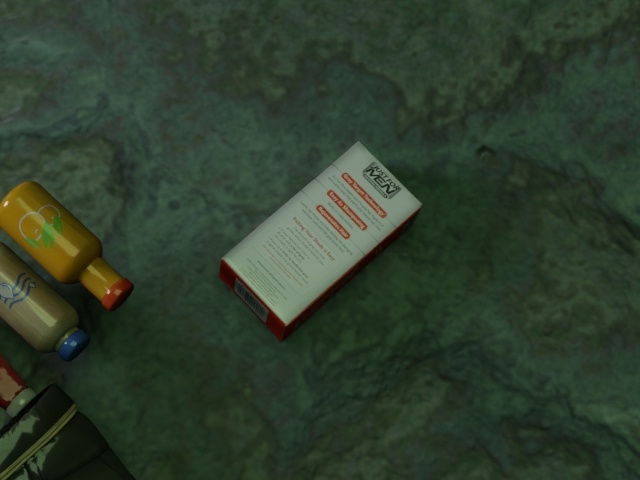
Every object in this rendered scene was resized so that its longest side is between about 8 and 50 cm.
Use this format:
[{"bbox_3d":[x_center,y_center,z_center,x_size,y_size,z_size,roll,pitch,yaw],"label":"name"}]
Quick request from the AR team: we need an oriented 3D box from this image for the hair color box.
[{"bbox_3d":[0.000,0.000,1.152,0.141,0.043,0.072,-40,79,-18],"label":"hair color box"}]

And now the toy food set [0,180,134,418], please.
[{"bbox_3d":[-0.239,0.081,1.052,0.104,0.111,0.232,41,67,9],"label":"toy food set"}]

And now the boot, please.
[{"bbox_3d":[-0.198,0.212,1.036,0.137,0.077,0.198,45,83,-8],"label":"boot"}]
